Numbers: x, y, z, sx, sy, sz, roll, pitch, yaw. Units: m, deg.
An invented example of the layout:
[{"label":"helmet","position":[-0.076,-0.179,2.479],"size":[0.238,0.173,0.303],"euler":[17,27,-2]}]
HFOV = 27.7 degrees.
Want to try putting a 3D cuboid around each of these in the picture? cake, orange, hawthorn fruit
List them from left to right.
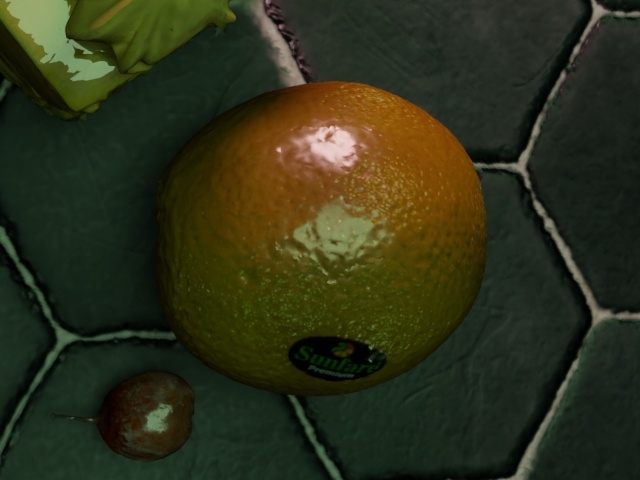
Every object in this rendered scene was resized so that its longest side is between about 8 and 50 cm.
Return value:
[{"label":"cake","position":[-0.141,-0.217,0.820],"size":[0.222,0.286,0.227],"euler":[-43,101,-12]},{"label":"hawthorn fruit","position":[-0.141,0.128,0.935],"size":[0.103,0.067,0.066],"euler":[-3,91,-14]},{"label":"orange","position":[0.000,0.000,0.898],"size":[0.236,0.236,0.236],"euler":[0,90,-16]}]
